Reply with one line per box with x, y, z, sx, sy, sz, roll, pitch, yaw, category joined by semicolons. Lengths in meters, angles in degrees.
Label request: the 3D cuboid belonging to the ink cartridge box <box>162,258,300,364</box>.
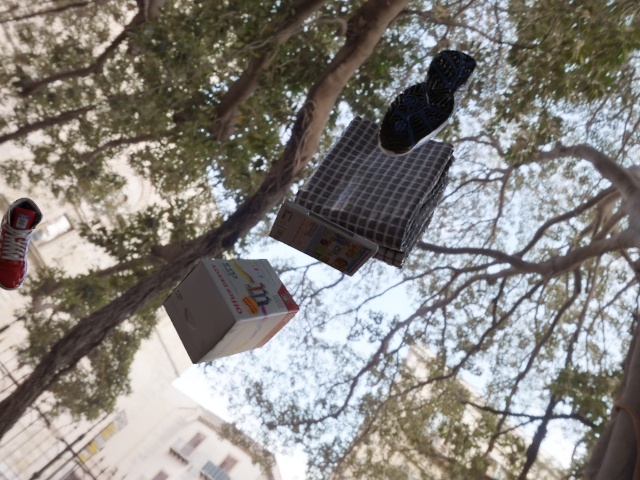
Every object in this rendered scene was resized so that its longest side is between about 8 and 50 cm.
-0.155;0.118;0.827;0.127;0.176;0.128;-45;-113;24;ink cartridge box

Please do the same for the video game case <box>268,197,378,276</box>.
0.000;0.000;0.570;0.121;0.011;0.087;27;-30;-5;video game case

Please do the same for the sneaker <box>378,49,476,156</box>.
0.152;-0.179;0.660;0.080;0.211;0.081;34;-27;19;sneaker

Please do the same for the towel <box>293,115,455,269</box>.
0.108;-0.106;0.901;0.234;0.284;0.121;17;-33;26;towel

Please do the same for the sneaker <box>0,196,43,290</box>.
-0.391;0.001;0.605;0.067;0.042;0.119;-28;-118;39;sneaker
